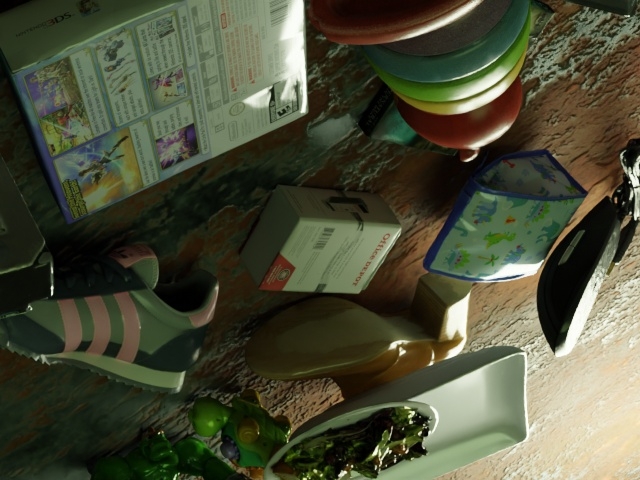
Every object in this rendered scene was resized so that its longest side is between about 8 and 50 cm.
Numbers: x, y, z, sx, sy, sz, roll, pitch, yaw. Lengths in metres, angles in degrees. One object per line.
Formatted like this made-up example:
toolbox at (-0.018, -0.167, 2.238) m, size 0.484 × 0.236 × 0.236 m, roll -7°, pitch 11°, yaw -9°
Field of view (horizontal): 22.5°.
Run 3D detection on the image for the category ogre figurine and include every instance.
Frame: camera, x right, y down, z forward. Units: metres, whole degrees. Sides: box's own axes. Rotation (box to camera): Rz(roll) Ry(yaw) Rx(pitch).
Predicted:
ogre figurine at (-0.176, 0.274, 1.773) m, size 0.197 × 0.118 × 0.097 m, roll -24°, pitch 139°, yaw -14°

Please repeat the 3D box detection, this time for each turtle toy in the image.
turtle toy at (-0.087, 0.214, 1.791) m, size 0.130 × 0.095 × 0.066 m, roll 41°, pitch 106°, yaw -15°

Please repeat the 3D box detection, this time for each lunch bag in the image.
lunch bag at (0.188, -0.025, 1.729) m, size 0.151 × 0.096 × 0.129 m, roll -11°, pitch 139°, yaw -42°

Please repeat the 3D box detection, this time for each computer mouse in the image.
computer mouse at (0.298, 0.017, 1.807) m, size 0.262 × 0.060 × 0.184 m, roll -64°, pitch 162°, yaw -14°

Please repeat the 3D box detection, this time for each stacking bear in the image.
stacking bear at (0.107, -0.180, 1.417) m, size 0.164 × 0.175 × 0.289 m, roll 0°, pitch 154°, yaw 15°

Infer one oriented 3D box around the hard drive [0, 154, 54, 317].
hard drive at (-0.397, -0.004, 1.203) m, size 0.339 × 0.237 × 0.064 m, roll -14°, pitch 139°, yaw -23°

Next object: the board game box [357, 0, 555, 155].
board game box at (0.134, -0.169, 1.585) m, size 0.126 × 0.026 × 0.186 m, roll 8°, pitch 127°, yaw -41°

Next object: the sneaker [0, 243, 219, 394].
sneaker at (-0.227, 0.048, 1.517) m, size 0.319 × 0.112 × 0.131 m, roll 21°, pitch 101°, yaw -50°

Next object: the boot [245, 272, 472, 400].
boot at (0.042, 0.153, 1.813) m, size 0.295 × 0.104 × 0.211 m, roll -18°, pitch 140°, yaw -26°

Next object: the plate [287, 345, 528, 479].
plate at (0.102, 0.214, 1.835) m, size 0.278 × 0.045 × 0.277 m, roll -22°, pitch 153°, yaw -3°

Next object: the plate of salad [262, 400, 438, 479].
plate of salad at (0.036, 0.230, 1.718) m, size 0.200 × 0.048 × 0.200 m, roll -16°, pitch 150°, yaw -10°

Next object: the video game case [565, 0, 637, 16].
video game case at (0.167, -0.310, 1.332) m, size 0.026 × 0.196 × 0.274 m, roll -57°, pitch 153°, yaw -29°

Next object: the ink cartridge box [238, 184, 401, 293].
ink cartridge box at (0.000, 0.000, 1.648) m, size 0.135 × 0.056 × 0.099 m, roll 4°, pitch 130°, yaw -39°

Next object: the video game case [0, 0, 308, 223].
video game case at (-0.132, -0.141, 1.339) m, size 0.244 × 0.061 × 0.269 m, roll -26°, pitch 158°, yaw -11°
